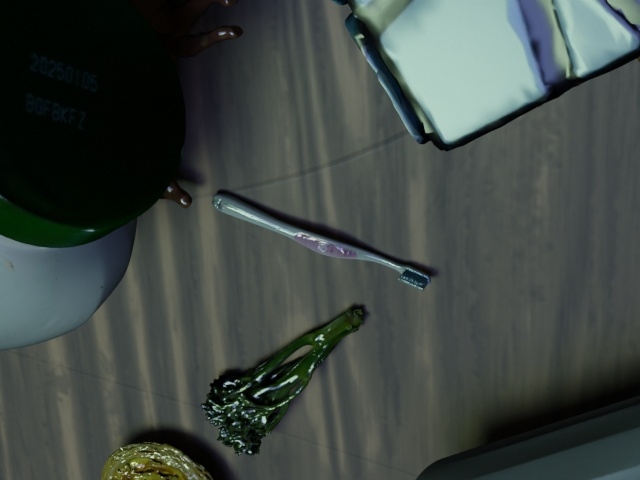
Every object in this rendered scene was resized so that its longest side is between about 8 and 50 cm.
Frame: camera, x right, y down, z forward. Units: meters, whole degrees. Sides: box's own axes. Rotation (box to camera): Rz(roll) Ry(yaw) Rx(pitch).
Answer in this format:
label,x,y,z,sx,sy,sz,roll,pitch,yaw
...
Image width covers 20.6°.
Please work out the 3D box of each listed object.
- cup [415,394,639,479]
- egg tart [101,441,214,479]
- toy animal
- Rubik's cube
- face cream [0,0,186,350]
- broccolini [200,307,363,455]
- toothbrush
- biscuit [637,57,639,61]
label,x,y,z,sx,sy,sz,roll,pitch,yaw
cup,0.245,0.298,1.437,0.327,0.323,0.237,-24,153,32
egg tart,-0.150,0.244,1.726,0.129,0.049,0.129,8,120,14
toy animal,-0.131,-0.142,1.438,0.230,0.066,0.224,-26,105,48
Rubik's cube,0.150,-0.261,1.076,0.293,0.283,0.288,-28,100,33
face cream,-0.286,-0.055,1.385,0.312,0.219,0.357,48,141,-14
broccolini,-0.035,0.123,1.586,0.074,0.058,0.201,36,130,-13
toothbrush,0.000,0.000,1.512,0.204,0.022,0.017,22,126,11
biscuit,0.338,-0.168,1.236,0.257,0.049,0.273,-21,111,33
